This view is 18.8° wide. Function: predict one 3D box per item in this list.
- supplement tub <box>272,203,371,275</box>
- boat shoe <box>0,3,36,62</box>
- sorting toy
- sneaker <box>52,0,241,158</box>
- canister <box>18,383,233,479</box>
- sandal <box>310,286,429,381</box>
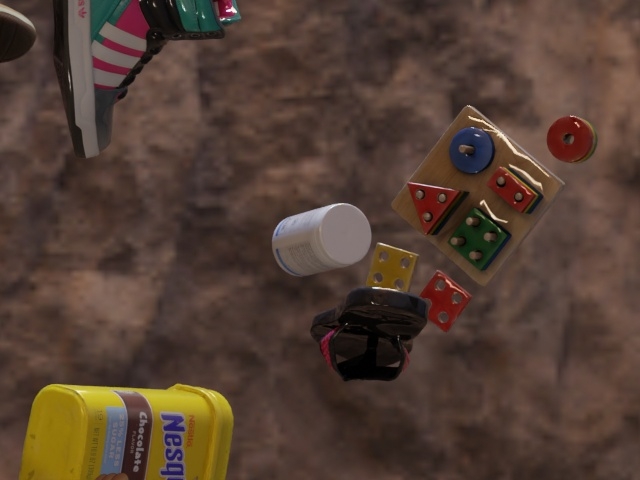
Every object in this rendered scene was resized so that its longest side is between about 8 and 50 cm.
[{"bbox_3d":[0.000,0.000,2.145,0.071,0.107,0.071,5,-99,-32],"label":"supplement tub"},{"bbox_3d":[-0.367,-0.224,1.906,0.190,0.068,0.072,8,-142,-47],"label":"boat shoe"},{"bbox_3d":[0.145,-0.038,1.935,0.274,0.132,0.046,-53,-20,15],"label":"sorting toy"},{"bbox_3d":[-0.169,-0.205,1.892,0.295,0.178,0.123,98,160,-49],"label":"sneaker"},{"bbox_3d":[-0.156,0.177,1.550,0.170,0.073,0.126,8,-89,-52],"label":"canister"},{"bbox_3d":[0.029,0.065,1.204,0.179,0.067,0.040,112,166,-77],"label":"sandal"}]
